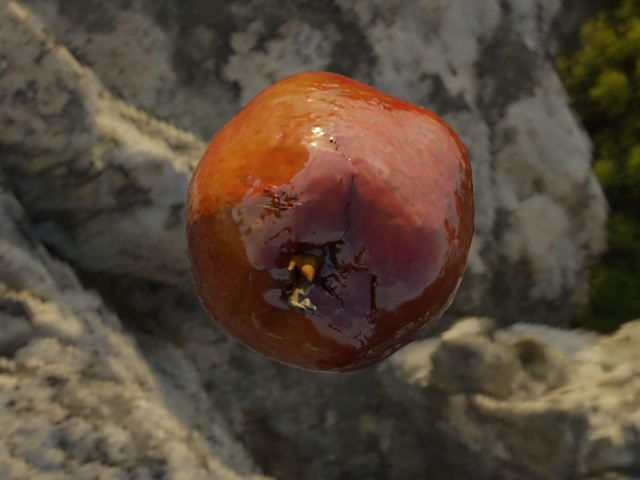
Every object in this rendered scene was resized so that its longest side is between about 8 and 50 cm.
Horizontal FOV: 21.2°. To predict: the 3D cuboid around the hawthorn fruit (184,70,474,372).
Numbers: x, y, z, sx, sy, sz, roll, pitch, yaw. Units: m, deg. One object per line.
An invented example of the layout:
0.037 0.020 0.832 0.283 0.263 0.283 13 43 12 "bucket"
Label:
0.000 0.000 1.170 0.211 0.211 0.299 51 19 -9 "hawthorn fruit"
